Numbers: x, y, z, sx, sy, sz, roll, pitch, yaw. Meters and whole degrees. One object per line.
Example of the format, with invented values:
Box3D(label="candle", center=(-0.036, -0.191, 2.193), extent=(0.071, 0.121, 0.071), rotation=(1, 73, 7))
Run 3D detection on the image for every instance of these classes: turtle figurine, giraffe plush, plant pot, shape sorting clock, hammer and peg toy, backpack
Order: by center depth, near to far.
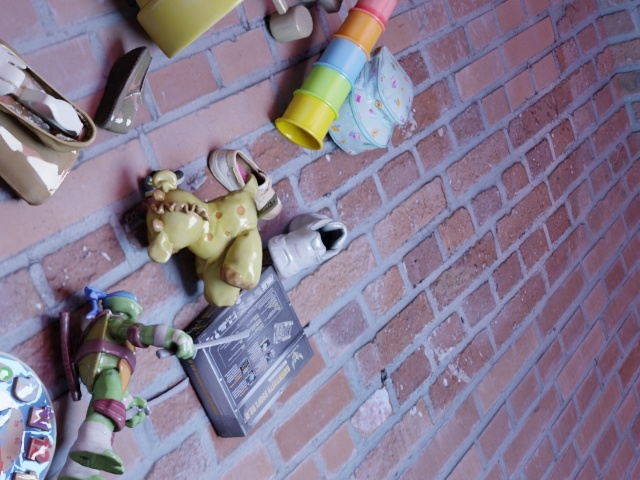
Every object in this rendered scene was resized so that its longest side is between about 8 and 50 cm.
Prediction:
Box3D(label="shape sorting clock", center=(-0.410, 0.237, 1.350), extent=(0.206, 0.040, 0.206), rotation=(16, 70, -51))
Box3D(label="turtle figurine", center=(-0.231, 0.206, 1.463), extent=(0.274, 0.198, 0.266), rotation=(46, 43, -35))
Box3D(label="giraffe plush", center=(-0.182, -0.013, 1.620), extent=(0.171, 0.210, 0.181), rotation=(8, 43, -29))
Box3D(label="plant pot", center=(-0.203, -0.437, 1.621), extent=(0.239, 0.254, 0.254), rotation=(50, 44, -13))
Box3D(label="hammer and peg toy", center=(-0.012, -0.543, 1.947), extent=(0.266, 0.127, 0.361), rotation=(55, 43, -44))
Box3D(label="backpack", center=(0.085, -0.259, 2.037), extent=(0.166, 0.144, 0.188), rotation=(48, 50, -44))

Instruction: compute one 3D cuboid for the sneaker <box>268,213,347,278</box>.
Box3D(label="sneaker", center=(0.000, 0.000, 1.862), extent=(0.090, 0.115, 0.232), rotation=(67, 19, -9))

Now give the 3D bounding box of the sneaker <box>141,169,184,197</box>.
Box3D(label="sneaker", center=(-0.237, -0.094, 1.659), extent=(0.083, 0.031, 0.035), rotation=(-38, 113, -50))

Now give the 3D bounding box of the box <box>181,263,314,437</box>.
Box3D(label="box", center=(-0.116, 0.171, 1.746), extent=(0.231, 0.056, 0.183), rotation=(-47, 120, -48))

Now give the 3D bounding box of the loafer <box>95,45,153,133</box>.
Box3D(label="loafer", center=(-0.282, -0.217, 1.609), extent=(0.050, 0.056, 0.148), rotation=(42, 61, -42))

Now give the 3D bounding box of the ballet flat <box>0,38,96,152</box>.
Box3D(label="ballet flat", center=(-0.364, -0.188, 1.347), extent=(0.232, 0.073, 0.080), rotation=(38, 69, -41))

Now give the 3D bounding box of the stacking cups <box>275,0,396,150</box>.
Box3D(label="stacking cups", center=(0.030, -0.316, 1.934), extent=(0.096, 0.096, 0.316), rotation=(40, 71, -42))

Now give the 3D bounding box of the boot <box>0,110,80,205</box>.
Box3D(label="boot", center=(-0.407, -0.216, 1.417), extent=(0.269, 0.089, 0.236), rotation=(46, 61, -37))

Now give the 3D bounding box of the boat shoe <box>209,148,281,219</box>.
Box3D(label="boat shoe", center=(-0.111, -0.091, 1.804), extent=(0.170, 0.059, 0.063), rotation=(42, 51, -40))
